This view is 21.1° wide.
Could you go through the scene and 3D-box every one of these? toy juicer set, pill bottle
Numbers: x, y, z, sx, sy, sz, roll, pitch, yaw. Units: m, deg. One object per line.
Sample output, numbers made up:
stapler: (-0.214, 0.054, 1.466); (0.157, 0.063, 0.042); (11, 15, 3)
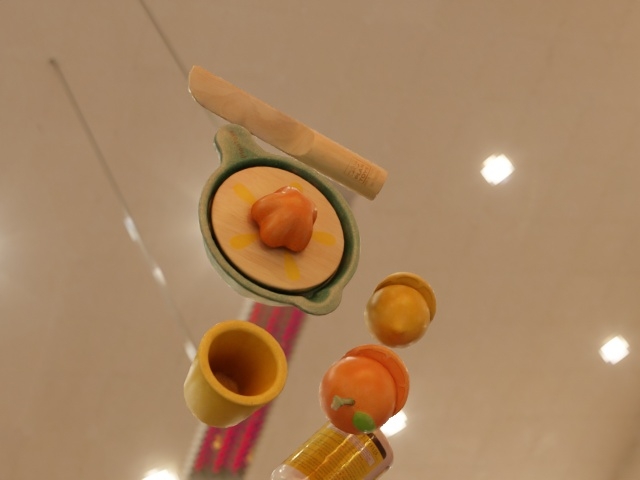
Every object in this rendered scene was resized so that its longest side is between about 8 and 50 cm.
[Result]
toy juicer set: (0.000, 0.000, 1.345); (0.209, 0.329, 0.089); (12, -36, -20)
pill bottle: (0.000, 0.196, 1.404); (0.116, 0.065, 0.065); (-40, -41, -28)
